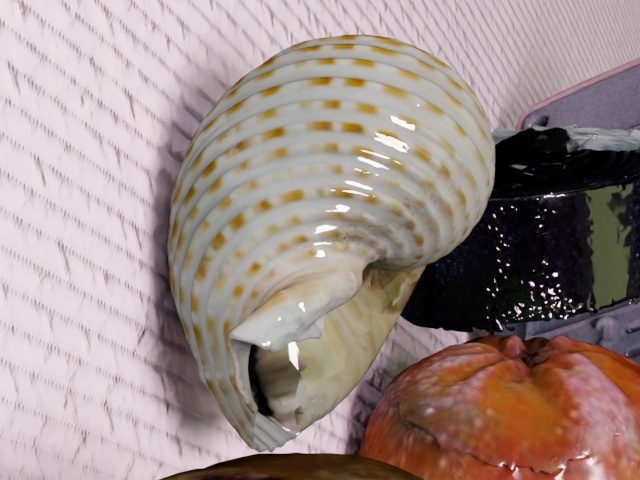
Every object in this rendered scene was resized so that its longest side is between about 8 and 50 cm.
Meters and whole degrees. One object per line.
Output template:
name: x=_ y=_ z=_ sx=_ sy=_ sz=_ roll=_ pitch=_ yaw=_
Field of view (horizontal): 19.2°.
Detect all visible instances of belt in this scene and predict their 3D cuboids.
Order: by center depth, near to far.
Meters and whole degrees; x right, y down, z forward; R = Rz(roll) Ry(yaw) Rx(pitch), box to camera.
belt: x=0.112 y=-0.013 z=0.988 sx=0.198 sy=0.151 sz=0.078 roll=-45 pitch=130 yaw=-70

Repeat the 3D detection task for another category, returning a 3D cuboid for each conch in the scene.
conch: x=-0.004 y=-0.004 z=0.689 sx=0.153 sy=0.102 sz=0.135 roll=-38 pitch=145 yaw=-29

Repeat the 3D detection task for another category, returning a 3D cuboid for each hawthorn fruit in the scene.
hawthorn fruit: x=0.099 y=0.130 z=0.910 sx=0.173 sy=0.173 sz=0.173 roll=-2 pitch=90 yaw=-73

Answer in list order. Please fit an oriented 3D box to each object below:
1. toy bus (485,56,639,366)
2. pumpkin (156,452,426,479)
toy bus: x=0.219 y=0.092 z=1.136 sx=0.233 sy=0.203 sz=0.427 roll=40 pitch=44 yaw=-34
pumpkin: x=0.014 y=0.157 z=0.451 sx=0.325 sy=0.242 sz=0.232 roll=25 pitch=44 yaw=-47
